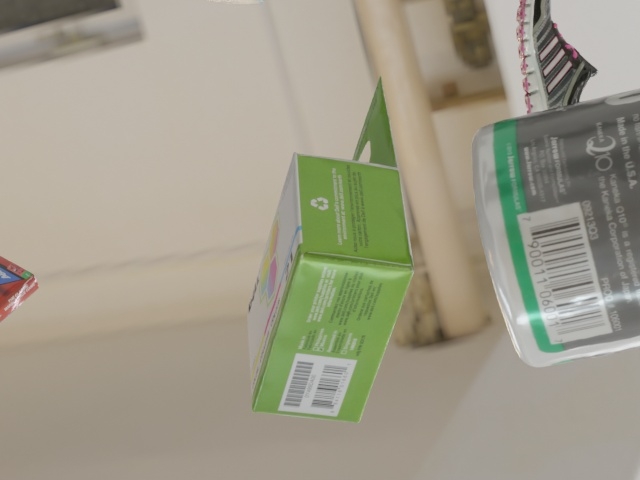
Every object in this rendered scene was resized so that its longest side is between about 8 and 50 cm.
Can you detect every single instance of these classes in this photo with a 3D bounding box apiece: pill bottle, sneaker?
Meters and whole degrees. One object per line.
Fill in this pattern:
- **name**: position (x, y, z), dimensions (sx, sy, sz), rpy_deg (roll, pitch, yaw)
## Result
- **pill bottle**: position (0.314, -0.031, 1.338), dimensions (0.361, 0.204, 0.204), rpy_deg (-12, -165, 12)
- **sneaker**: position (0.239, -0.182, 1.712), dimensions (0.075, 0.170, 0.063), rpy_deg (-7, -176, 3)

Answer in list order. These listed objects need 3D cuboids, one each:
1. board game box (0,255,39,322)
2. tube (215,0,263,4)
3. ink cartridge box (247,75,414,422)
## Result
- **board game box**: position (-0.459, 0.040, 1.902), dimensions (0.281, 0.027, 0.145), rpy_deg (24, -123, 34)
- **tube**: position (-0.054, -0.272, 1.198), dimensions (0.080, 0.207, 0.052), rpy_deg (6, -178, -36)
- **ink cartridge box**: position (0.000, 0.000, 1.462), dimensions (0.097, 0.189, 0.255), rpy_deg (7, -139, -12)
